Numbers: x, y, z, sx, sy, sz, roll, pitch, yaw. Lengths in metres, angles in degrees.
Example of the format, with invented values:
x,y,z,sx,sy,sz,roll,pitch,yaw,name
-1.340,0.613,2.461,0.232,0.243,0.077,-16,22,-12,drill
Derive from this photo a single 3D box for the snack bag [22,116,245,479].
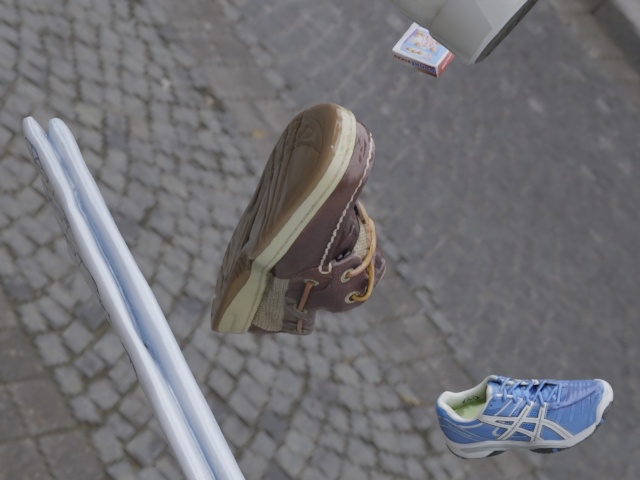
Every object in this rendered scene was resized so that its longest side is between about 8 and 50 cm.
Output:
x,y,z,sx,sy,sz,roll,pitch,yaw,name
-0.100,0.116,1.042,0.323,0.037,0.342,60,-9,24,snack bag

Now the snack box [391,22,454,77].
x,y,z,sx,sy,sz,roll,pitch,yaw,name
0.159,-0.270,1.799,0.064,0.022,0.178,25,63,26,snack box

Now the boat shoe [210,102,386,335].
x,y,z,sx,sy,sz,roll,pitch,yaw,name
0.000,0.000,1.281,0.123,0.342,0.123,17,58,-10,boat shoe

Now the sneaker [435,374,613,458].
x,y,z,sx,sy,sz,roll,pitch,yaw,name
0.229,0.195,1.725,0.081,0.211,0.080,57,26,-36,sneaker

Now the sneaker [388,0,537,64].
x,y,z,sx,sy,sz,roll,pitch,yaw,name
0.111,-0.218,0.623,0.123,0.290,0.106,40,-9,3,sneaker
